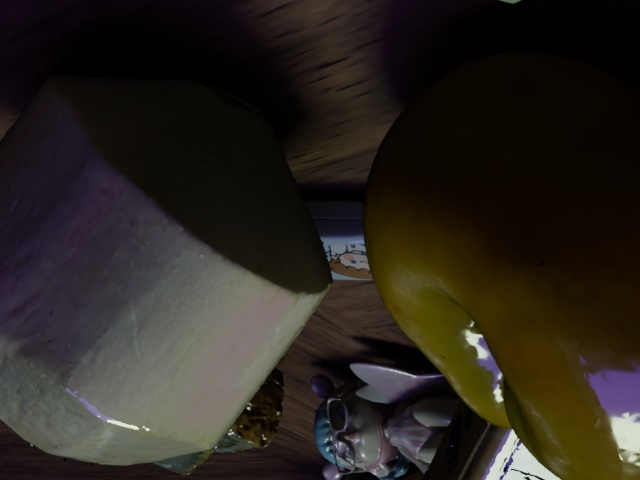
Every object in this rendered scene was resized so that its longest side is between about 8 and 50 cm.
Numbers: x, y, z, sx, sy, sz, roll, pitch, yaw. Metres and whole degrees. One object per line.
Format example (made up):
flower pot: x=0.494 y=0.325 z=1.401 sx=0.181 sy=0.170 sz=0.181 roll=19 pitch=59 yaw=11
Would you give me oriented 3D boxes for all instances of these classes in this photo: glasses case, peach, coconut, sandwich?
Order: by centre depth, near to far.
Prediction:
peach: x=0.127 y=0.025 z=0.526 sx=0.251 sy=0.153 sz=0.251 roll=53 pitch=175 yaw=6
coconut: x=-0.105 y=0.009 z=0.622 sx=0.241 sy=0.241 sz=0.241 roll=11 pitch=155 yaw=5
glasses case: x=0.000 y=0.000 z=0.745 sx=0.178 sy=0.045 sz=0.067 roll=0 pitch=153 yaw=25
sandwich: x=-0.209 y=0.166 z=1.145 sx=0.271 sy=0.099 sz=0.301 roll=21 pitch=156 yaw=-16

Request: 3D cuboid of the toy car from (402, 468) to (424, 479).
toy car: x=0.176 y=0.311 z=1.069 sx=0.212 sy=0.180 sz=0.270 roll=-10 pitch=176 yaw=-40

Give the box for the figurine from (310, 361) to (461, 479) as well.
figurine: x=0.103 y=0.200 z=0.998 sx=0.260 sy=0.205 sz=0.103 roll=-10 pitch=-174 yaw=44

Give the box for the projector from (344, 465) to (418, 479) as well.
projector: x=0.197 y=0.522 z=1.338 sx=0.405 sy=0.395 sz=0.242 roll=7 pitch=153 yaw=22

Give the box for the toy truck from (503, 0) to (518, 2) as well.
toy truck: x=0.016 y=-0.145 z=0.359 sx=0.169 sy=0.100 sz=0.077 roll=20 pitch=153 yaw=-16

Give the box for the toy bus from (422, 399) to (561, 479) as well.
toy bus: x=0.170 y=0.172 z=0.799 sx=0.157 sy=0.139 sz=0.289 roll=17 pitch=126 yaw=-2
